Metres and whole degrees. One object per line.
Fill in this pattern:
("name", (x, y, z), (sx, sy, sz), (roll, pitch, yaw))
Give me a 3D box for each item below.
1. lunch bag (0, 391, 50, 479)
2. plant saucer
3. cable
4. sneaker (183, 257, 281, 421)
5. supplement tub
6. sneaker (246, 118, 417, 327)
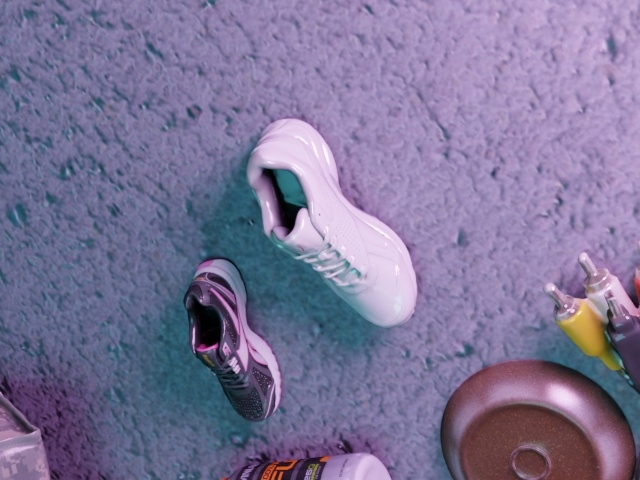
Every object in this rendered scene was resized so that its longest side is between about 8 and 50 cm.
("lunch bag", (-0.410, 0.290, 1.487), (0.287, 0.169, 0.235), (21, 121, 54))
("plant saucer", (0.211, 0.215, 1.309), (0.198, 0.036, 0.199), (7, 113, 18))
("cable", (0.320, 0.129, 1.237), (0.139, 0.072, 0.287), (-24, 116, 6))
("sneaker", (-0.102, 0.114, 1.360), (0.072, 0.077, 0.178), (-16, 106, 27))
("supplement tub", (-0.025, 0.289, 1.382), (0.190, 0.117, 0.117), (-10, 108, 23))
("sneaker", (0.000, 0.000, 1.251), (0.090, 0.115, 0.232), (-36, 96, 29))
